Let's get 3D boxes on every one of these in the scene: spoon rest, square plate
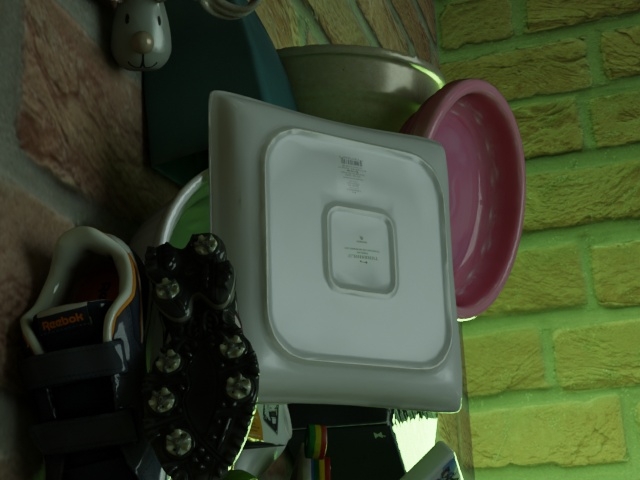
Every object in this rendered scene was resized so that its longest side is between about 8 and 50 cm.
[{"bbox_3d":[-0.082,0.293,1.597,0.276,0.084,0.137,-100,173,-52],"label":"spoon rest"},{"bbox_3d":[0.031,0.016,1.316,0.347,0.049,0.344,9,72,-35],"label":"square plate"}]

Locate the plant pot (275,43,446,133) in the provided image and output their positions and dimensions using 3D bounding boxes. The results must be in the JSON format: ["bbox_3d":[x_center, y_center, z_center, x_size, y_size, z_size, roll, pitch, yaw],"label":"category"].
[{"bbox_3d":[0.016,-0.080,1.682,0.334,0.333,0.306,35,54,-69],"label":"plant pot"}]

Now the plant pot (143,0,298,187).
[{"bbox_3d":[-0.132,-0.205,1.502,0.165,0.165,0.234,34,42,-70],"label":"plant pot"}]

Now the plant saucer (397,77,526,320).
[{"bbox_3d":[0.181,-0.057,1.607,0.332,0.084,0.332,-10,102,-55],"label":"plant saucer"}]

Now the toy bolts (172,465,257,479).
[{"bbox_3d":[-0.185,0.244,1.210,0.218,0.158,0.229,-36,138,-27],"label":"toy bolts"}]

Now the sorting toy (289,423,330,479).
[{"bbox_3d":[-0.015,0.375,1.606,0.274,0.046,0.132,106,-13,-49],"label":"sorting toy"}]

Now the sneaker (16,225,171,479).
[{"bbox_3d":[-0.217,0.137,1.080,0.127,0.126,0.321,61,18,-58],"label":"sneaker"}]

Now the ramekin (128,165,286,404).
[{"bbox_3d":[-0.095,0.057,1.327,0.277,0.135,0.277,11,70,-34],"label":"ramekin"}]

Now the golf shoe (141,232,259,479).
[{"bbox_3d":[-0.104,0.120,1.086,0.120,0.105,0.273,79,3,-48],"label":"golf shoe"}]

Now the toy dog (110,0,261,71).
[{"bbox_3d":[-0.200,-0.363,1.297,0.161,0.220,0.334,-124,-170,-73],"label":"toy dog"}]

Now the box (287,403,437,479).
[{"bbox_3d":[0.075,0.299,1.917,0.294,0.182,0.296,-79,156,-51],"label":"box"}]

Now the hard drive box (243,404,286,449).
[{"bbox_3d":[-0.119,0.147,1.482,0.181,0.089,0.232,35,48,-70],"label":"hard drive box"}]

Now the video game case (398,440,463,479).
[{"bbox_3d":[0.096,0.478,1.733,0.036,0.329,0.300,39,-17,33],"label":"video game case"}]
